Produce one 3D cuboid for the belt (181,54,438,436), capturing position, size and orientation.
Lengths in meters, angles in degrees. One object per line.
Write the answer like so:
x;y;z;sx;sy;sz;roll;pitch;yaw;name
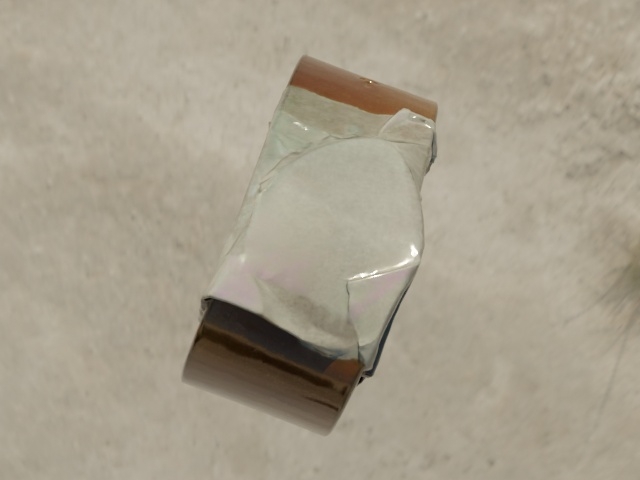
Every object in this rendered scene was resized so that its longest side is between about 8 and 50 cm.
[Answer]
0.000;0.000;1.308;0.122;0.217;0.338;20;28;-1;belt
